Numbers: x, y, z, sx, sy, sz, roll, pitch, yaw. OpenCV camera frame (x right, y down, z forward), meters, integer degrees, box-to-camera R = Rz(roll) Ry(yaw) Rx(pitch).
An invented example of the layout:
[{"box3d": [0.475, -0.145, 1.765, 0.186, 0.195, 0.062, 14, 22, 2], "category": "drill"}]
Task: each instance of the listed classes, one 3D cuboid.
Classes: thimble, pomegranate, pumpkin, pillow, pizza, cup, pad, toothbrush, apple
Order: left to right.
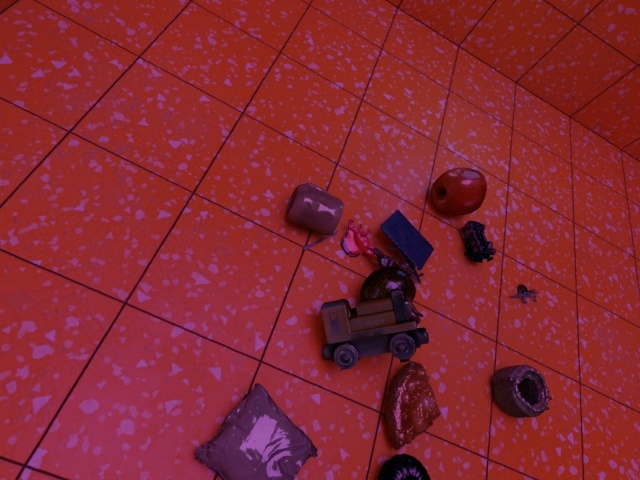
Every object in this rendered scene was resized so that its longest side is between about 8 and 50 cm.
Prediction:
[{"box3d": [-0.192, 0.659, 1.277, 0.310, 0.138, 0.283, 46, 65, 5], "category": "pillow"}, {"box3d": [-0.020, -0.164, 1.731, 0.202, 0.173, 0.255, 21, 60, -15], "category": "cup"}, {"box3d": [0.000, 0.000, 1.753, 0.193, 0.019, 0.013, -26, 79, -30], "category": "toothbrush"}, {"box3d": [0.295, 0.238, 1.649, 0.222, 0.204, 0.277, -39, 82, -1], "category": "pomegranate"}, {"box3d": [0.289, 0.839, 1.400, 0.194, 0.150, 0.194, 3, 84, -33], "category": "pumpkin"}, {"box3d": [0.404, -0.010, 1.886, 0.269, 0.012, 0.269, 47, 36, 2], "category": "pad"}, {"box3d": [0.352, 0.632, 1.559, 0.226, 0.086, 0.336, 28, 59, -15], "category": "pizza"}, {"box3d": [0.689, -0.245, 2.049, 0.240, 0.242, 0.242, -8, 69, -20], "category": "apple"}, {"box3d": [0.848, 0.634, 1.739, 0.218, 0.150, 0.219, 10, 63, -20], "category": "thimble"}]

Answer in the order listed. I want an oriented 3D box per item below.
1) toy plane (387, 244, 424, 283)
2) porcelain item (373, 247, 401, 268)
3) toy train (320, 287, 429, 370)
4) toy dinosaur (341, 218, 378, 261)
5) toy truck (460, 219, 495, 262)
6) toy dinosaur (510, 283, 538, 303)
[{"box3d": [0.389, 0.098, 1.828, 0.226, 0.058, 0.226, 49, 27, -1], "category": "toy plane"}, {"box3d": [0.299, 0.109, 1.765, 0.216, 0.069, 0.081, 49, 51, -17], "category": "porcelain item"}, {"box3d": [0.185, 0.323, 1.502, 0.396, 0.160, 0.253, -13, 82, 12], "category": "toy train"}, {"box3d": [0.178, 0.042, 1.793, 0.138, 0.070, 0.286, -27, 89, -20], "category": "toy dinosaur"}, {"box3d": [0.766, 0.014, 2.032, 0.110, 0.116, 0.216, 6, 56, -22], "category": "toy truck"}, {"box3d": [1.030, 0.263, 2.072, 0.187, 0.044, 0.106, 12, 47, -4], "category": "toy dinosaur"}]
